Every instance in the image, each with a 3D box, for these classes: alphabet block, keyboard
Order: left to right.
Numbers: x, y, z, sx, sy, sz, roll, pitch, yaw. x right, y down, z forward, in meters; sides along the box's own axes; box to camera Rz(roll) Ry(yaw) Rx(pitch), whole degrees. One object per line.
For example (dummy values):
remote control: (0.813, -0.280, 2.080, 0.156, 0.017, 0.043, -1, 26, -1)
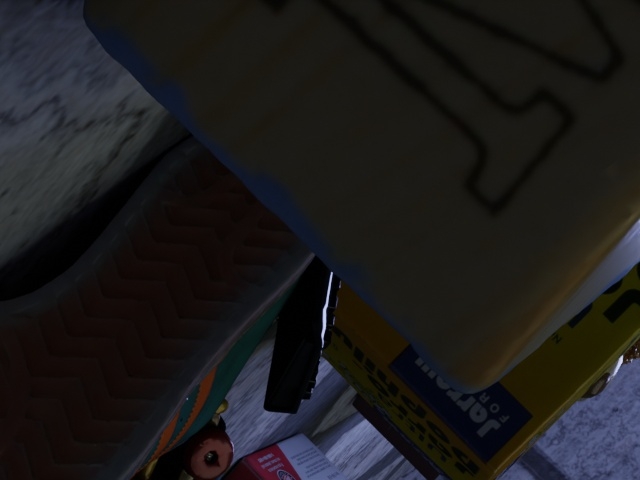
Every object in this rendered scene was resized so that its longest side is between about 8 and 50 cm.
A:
keyboard: (0.000, 0.000, 0.921, 0.108, 0.023, 0.180, 119, -15, -54)
alphabet block: (0.074, -0.101, 0.623, 0.197, 0.193, 0.192, -52, 169, 30)

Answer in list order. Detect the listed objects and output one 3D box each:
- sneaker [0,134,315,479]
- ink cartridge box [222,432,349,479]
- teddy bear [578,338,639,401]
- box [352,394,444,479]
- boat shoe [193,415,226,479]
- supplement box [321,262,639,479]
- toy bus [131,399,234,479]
sneaker: (-0.107, 0.072, 0.805, 0.302, 0.108, 0.121, -40, 164, -34)
ink cartridge box: (0.013, 0.332, 1.792, 0.114, 0.273, 0.197, -48, 169, 12)
teddy bear: (0.246, 0.080, 1.629, 0.245, 0.113, 0.338, -8, 177, 6)
box: (0.180, 0.159, 2.068, 0.168, 0.167, 0.203, -51, 168, 29)
boat shoe: (-0.113, 0.143, 1.136, 0.089, 0.109, 0.258, -54, -175, 6)
supplement box: (0.174, -0.002, 1.367, 0.356, 0.194, 0.195, -44, 170, -11)
toy bus: (-0.125, 0.123, 0.916, 0.104, 0.202, 0.191, 21, 139, -38)
